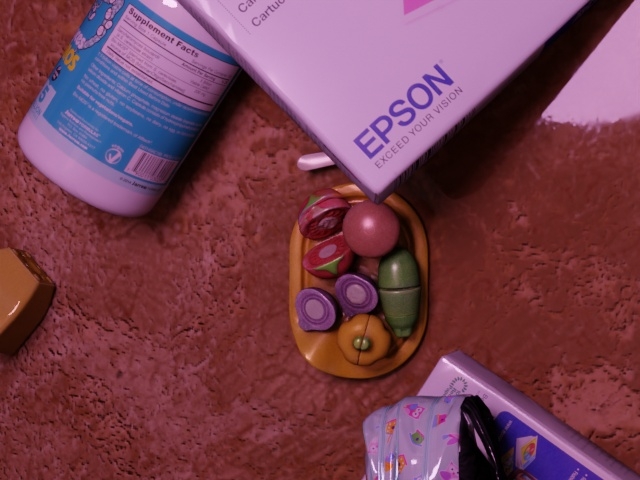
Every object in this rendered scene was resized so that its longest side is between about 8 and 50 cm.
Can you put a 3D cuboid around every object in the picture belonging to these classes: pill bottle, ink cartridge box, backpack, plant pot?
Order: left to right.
[{"bbox_3d":[-0.307,0.052,1.599,0.083,0.081,0.081,-43,78,4],"label":"plant pot"},{"bbox_3d":[-0.151,-0.163,1.496,0.146,0.146,0.264,37,103,14],"label":"pill bottle"},{"bbox_3d":[0.052,-0.256,1.386,0.324,0.071,0.330,-44,86,-5],"label":"ink cartridge box"},{"bbox_3d":[0.099,0.217,1.361,0.115,0.152,0.182,-7,78,12],"label":"backpack"},{"bbox_3d":[0.203,0.255,1.431,0.333,0.065,0.165,36,103,16],"label":"ink cartridge box"}]

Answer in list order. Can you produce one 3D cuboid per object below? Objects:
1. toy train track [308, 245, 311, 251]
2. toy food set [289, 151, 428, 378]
[{"bbox_3d":[0.000,0.000,1.518,0.048,0.014,0.083,8,95,19],"label":"toy train track"},{"bbox_3d":[0.029,0.018,1.468,0.128,0.071,0.217,-1,93,9],"label":"toy food set"}]
